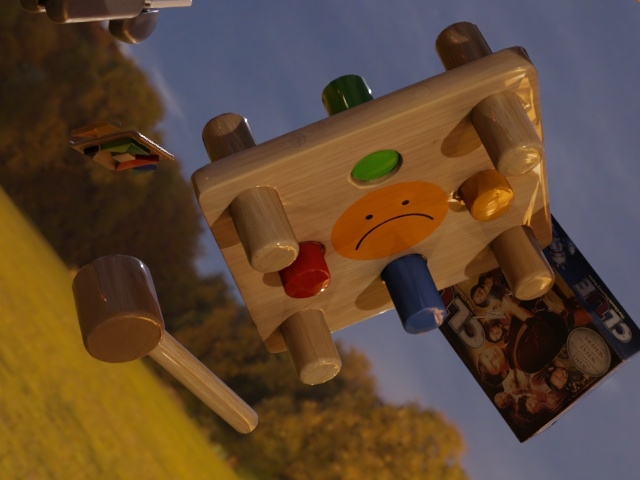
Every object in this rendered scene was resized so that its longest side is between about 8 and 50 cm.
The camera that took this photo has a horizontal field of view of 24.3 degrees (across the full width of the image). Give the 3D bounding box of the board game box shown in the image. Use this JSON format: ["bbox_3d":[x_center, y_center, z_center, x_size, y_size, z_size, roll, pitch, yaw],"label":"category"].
[{"bbox_3d":[0.159,0.039,1.306,0.243,0.042,0.165,54,-39,15],"label":"board game box"}]

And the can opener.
[{"bbox_3d":[-0.239,-0.266,1.694,0.074,0.093,0.280,22,15,20],"label":"can opener"}]

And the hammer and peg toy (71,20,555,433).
[{"bbox_3d":[0.000,0.000,1.124,0.266,0.361,0.127,69,-1,-58],"label":"hammer and peg toy"}]

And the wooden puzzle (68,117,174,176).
[{"bbox_3d":[-0.174,-0.077,1.297,0.116,0.078,0.014,26,60,-55],"label":"wooden puzzle"}]
